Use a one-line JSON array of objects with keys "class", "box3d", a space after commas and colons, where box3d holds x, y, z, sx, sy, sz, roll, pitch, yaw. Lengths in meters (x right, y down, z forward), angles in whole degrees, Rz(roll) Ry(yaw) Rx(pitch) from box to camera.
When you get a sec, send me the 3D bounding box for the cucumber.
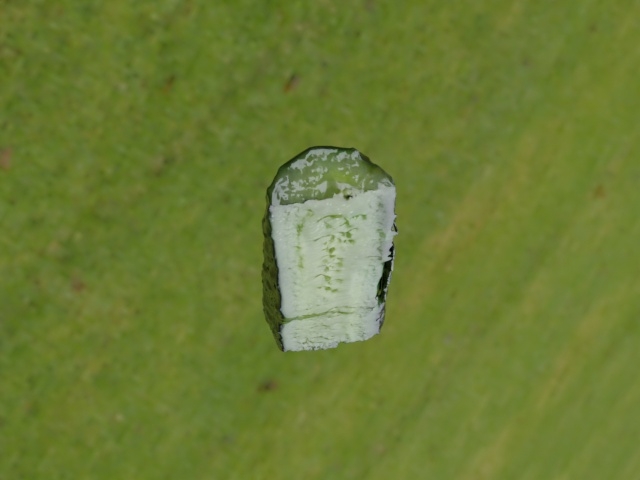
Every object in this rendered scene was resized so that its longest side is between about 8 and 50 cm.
[{"class": "cucumber", "box3d": [0.001, -0.003, 1.049, 0.078, 0.062, 0.211, -11, 155, -5]}]
